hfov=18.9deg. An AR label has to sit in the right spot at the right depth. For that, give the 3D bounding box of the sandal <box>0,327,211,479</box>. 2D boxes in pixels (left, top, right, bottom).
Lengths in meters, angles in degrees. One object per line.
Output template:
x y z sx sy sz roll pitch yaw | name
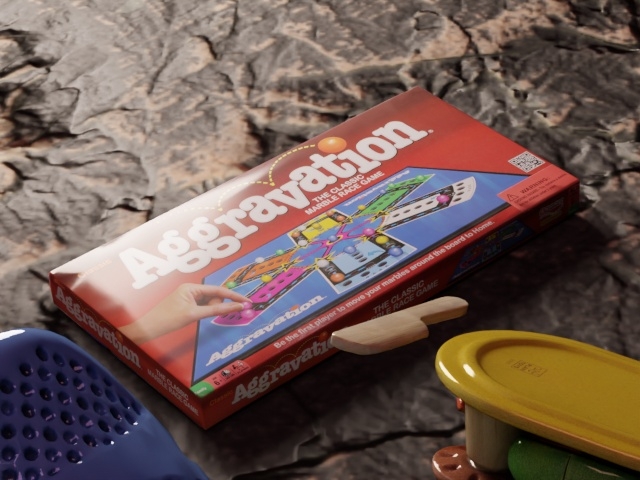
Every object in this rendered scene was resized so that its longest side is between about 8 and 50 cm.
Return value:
-0.022 0.155 0.705 0.317 0.138 0.126 50 40 1 | sandal

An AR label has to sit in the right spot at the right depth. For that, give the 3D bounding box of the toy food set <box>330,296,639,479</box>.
0.119 0.100 0.954 0.218 0.071 0.128 19 19 24 | toy food set

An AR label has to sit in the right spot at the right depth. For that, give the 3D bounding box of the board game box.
0.000 0.000 1.114 0.281 0.027 0.145 -29 43 -29 | board game box
